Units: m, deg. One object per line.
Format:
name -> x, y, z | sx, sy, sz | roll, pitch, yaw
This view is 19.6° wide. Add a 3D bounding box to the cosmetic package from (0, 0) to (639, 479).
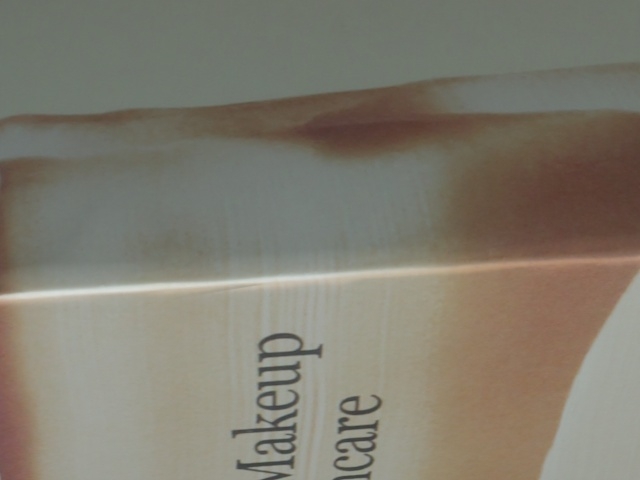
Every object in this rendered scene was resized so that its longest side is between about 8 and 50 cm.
cosmetic package -> 0.000, 0.000, 0.511 | 0.296, 0.129, 0.153 | -4, 145, -5
